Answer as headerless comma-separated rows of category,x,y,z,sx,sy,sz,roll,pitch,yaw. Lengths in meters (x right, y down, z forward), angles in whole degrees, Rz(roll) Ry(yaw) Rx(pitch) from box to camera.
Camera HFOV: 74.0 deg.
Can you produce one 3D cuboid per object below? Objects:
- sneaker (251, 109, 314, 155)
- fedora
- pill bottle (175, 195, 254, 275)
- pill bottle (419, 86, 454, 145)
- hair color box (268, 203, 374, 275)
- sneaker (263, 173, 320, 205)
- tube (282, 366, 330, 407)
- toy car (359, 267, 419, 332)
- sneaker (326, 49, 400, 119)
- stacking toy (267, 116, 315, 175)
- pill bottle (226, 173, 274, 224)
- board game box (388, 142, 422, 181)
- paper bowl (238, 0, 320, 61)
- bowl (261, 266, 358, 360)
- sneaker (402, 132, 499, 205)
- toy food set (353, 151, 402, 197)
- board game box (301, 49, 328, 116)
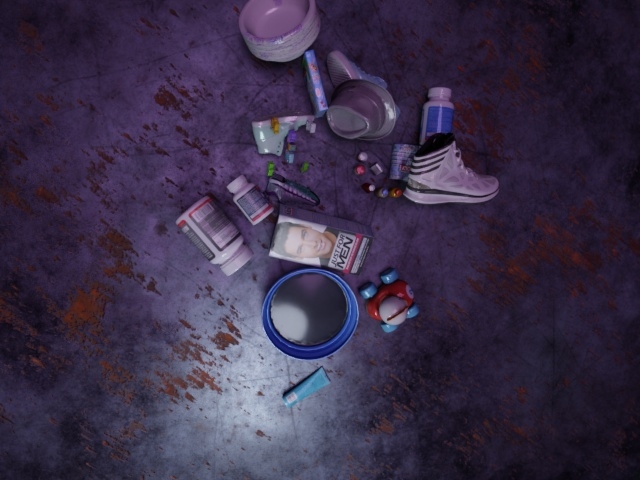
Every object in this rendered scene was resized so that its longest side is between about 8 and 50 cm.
sneaker,-0.139,-0.415,1.650,0.255,0.094,0.151,-17,125,-21
fedora,0.130,-0.464,1.583,0.275,0.244,0.124,23,51,25
pill bottle,-0.395,-0.015,1.607,0.161,0.161,0.283,-39,101,-3
pill bottle,0.469,-0.490,1.704,0.124,0.124,0.222,4,97,-9
hair color box,0.000,0.000,1.665,0.373,0.114,0.186,13,116,-9
sneaker,-0.114,-0.177,1.688,0.223,0.083,0.098,27,116,-9
tube,-0.062,0.625,1.789,0.207,0.052,0.080,-30,105,-10
toy car,0.303,0.261,1.705,0.210,0.238,0.219,-33,100,-4
sneaker,0.174,-0.597,1.660,0.150,0.135,0.366,-44,104,-20
stacking toy,-0.117,-0.355,1.612,0.166,0.052,0.221,-8,127,-29
pill bottle,-0.273,-0.160,1.636,0.108,0.108,0.180,-38,101,-3
board game box,0.386,-0.290,1.747,0.193,0.060,0.194,6,95,-9
paper bowl,-0.139,-0.768,1.533,0.283,0.148,0.285,-5,67,13
bowl,-0.043,0.291,1.717,0.390,0.077,0.392,-2,104,-6
sneaker,0.544,-0.282,1.647,0.446,0.169,0.258,-6,121,-24
toy food set,0.220,-0.249,1.702,0.111,0.104,0.232,-39,100,-3
board game box,-0.024,-0.583,1.600,0.039,0.160,0.212,-17,98,-6
